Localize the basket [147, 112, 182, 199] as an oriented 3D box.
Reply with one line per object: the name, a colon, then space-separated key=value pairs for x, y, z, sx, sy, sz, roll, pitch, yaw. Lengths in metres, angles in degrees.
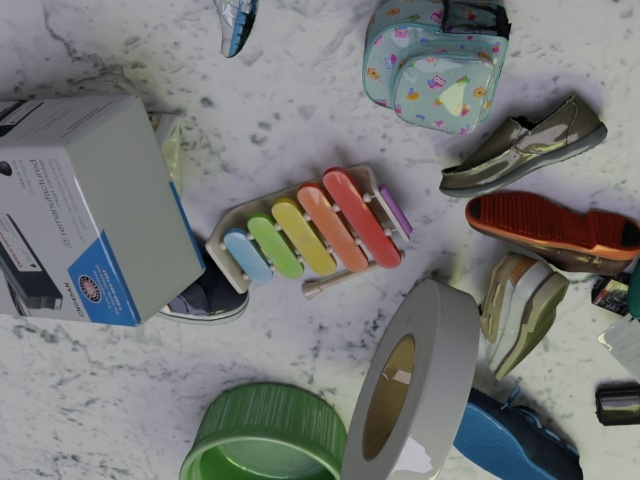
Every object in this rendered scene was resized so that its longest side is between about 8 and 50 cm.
basket: x=-0.272 y=-0.101 z=1.934 sx=0.103 sy=0.113 sz=0.167 roll=9 pitch=132 yaw=6

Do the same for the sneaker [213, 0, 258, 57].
sneaker: x=-0.125 y=-0.338 z=1.736 sx=0.083 sy=0.071 sz=0.190 roll=15 pitch=124 yaw=5

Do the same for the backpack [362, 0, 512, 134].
backpack: x=0.147 y=-0.236 z=1.725 sx=0.188 sy=0.144 sz=0.166 roll=13 pitch=137 yaw=2

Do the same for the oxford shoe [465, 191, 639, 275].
oxford shoe: x=0.341 y=0.002 z=1.935 sx=0.271 sy=0.097 sz=0.098 roll=14 pitch=138 yaw=-3

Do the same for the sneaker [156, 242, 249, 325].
sneaker: x=-0.262 y=0.035 z=2.041 sx=0.321 sy=0.126 sz=0.127 roll=17 pitch=137 yaw=-3

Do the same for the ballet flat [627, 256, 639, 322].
ballet flat: x=0.536 y=0.017 z=1.840 sx=0.123 sy=0.123 sz=0.348 roll=9 pitch=145 yaw=2

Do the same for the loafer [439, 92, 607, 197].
loafer: x=0.278 y=-0.137 z=1.837 sx=0.251 sy=0.094 sz=0.087 roll=-23 pitch=100 yaw=16

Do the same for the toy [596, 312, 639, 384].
toy: x=0.555 y=0.175 z=2.064 sx=0.137 sy=0.056 sz=0.237 roll=-39 pitch=114 yaw=14

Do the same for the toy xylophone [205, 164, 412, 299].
toy xylophone: x=0.000 y=0.000 z=1.996 sx=0.323 sy=0.081 sz=0.236 roll=-25 pitch=123 yaw=28

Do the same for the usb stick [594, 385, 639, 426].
usb stick: x=0.600 y=0.271 z=2.160 sx=0.278 sy=0.045 sz=0.077 roll=-6 pitch=123 yaw=14

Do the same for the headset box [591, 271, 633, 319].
headset box: x=0.468 y=0.082 z=2.022 sx=0.083 sy=0.032 sz=0.062 roll=21 pitch=131 yaw=-8

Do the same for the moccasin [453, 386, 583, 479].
moccasin: x=0.326 y=0.339 z=2.224 sx=0.138 sy=0.116 sz=0.342 roll=-18 pitch=132 yaw=38

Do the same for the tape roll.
tape roll: x=0.134 y=0.249 z=1.993 sx=0.072 sy=0.392 sz=0.392 roll=21 pitch=131 yaw=-8

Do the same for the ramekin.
ramekin: x=-0.091 y=0.396 z=2.316 sx=0.303 sy=0.148 sz=0.303 roll=5 pitch=131 yaw=5

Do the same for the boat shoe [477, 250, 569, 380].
boat shoe: x=0.304 y=0.114 z=2.029 sx=0.103 sy=0.113 sz=0.302 roll=40 pitch=151 yaw=18

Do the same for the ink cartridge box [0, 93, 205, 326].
ink cartridge box: x=-0.398 y=-0.044 z=1.853 sx=0.395 sy=0.166 sz=0.285 roll=2 pitch=121 yaw=38
